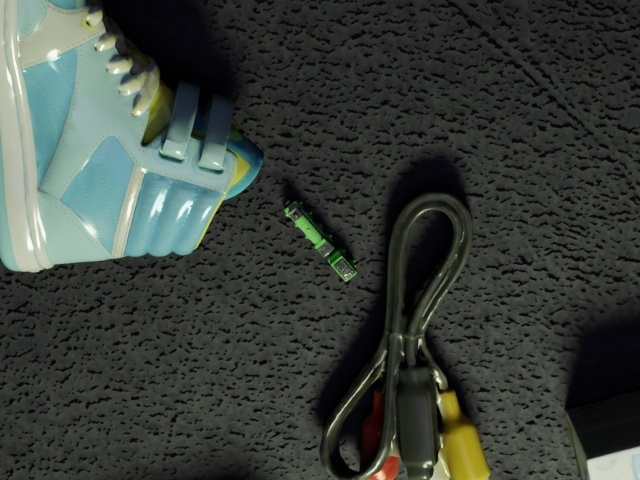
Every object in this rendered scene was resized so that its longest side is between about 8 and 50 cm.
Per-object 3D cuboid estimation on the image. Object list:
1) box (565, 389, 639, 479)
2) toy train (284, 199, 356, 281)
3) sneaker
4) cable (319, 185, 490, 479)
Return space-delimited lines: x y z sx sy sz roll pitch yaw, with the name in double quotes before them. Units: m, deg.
"box" 0.287 0.237 1.448 0.114 0.103 0.203 -15 108 3
"toy train" 0.000 0.000 1.401 0.017 0.024 0.083 -39 106 10
"sneaker" -0.146 -0.127 1.305 0.208 0.127 0.319 1 118 0
"cable" 0.070 0.097 1.436 0.139 0.072 0.287 1 97 15
